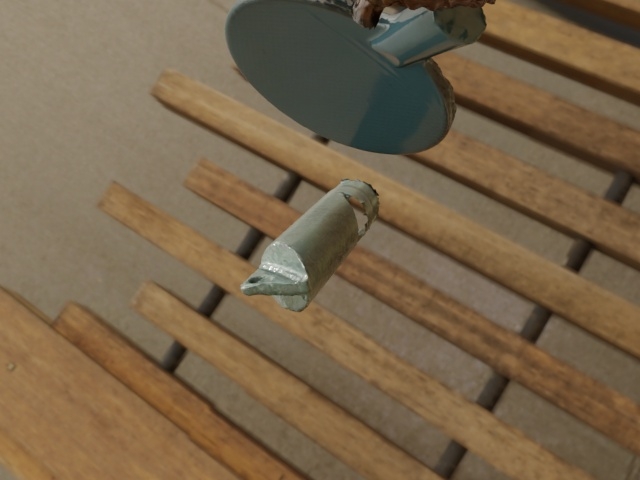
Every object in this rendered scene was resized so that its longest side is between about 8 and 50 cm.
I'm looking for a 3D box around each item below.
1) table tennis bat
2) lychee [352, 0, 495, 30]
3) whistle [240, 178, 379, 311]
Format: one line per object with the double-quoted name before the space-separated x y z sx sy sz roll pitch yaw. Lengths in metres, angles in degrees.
"table tennis bat" 0.031 -0.146 0.832 0.215 0.329 0.044 36 -107 -17
"lychee" 0.077 -0.233 0.617 0.200 0.200 0.238 -23 -24 -45
"whistle" 0.000 0.000 0.941 0.312 0.062 0.062 -46 -24 -70
